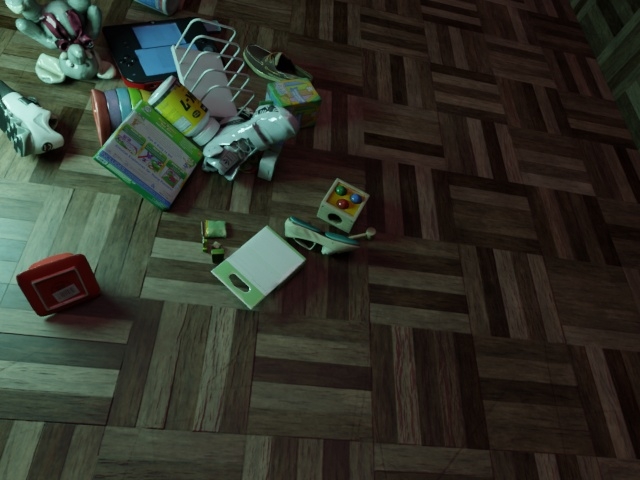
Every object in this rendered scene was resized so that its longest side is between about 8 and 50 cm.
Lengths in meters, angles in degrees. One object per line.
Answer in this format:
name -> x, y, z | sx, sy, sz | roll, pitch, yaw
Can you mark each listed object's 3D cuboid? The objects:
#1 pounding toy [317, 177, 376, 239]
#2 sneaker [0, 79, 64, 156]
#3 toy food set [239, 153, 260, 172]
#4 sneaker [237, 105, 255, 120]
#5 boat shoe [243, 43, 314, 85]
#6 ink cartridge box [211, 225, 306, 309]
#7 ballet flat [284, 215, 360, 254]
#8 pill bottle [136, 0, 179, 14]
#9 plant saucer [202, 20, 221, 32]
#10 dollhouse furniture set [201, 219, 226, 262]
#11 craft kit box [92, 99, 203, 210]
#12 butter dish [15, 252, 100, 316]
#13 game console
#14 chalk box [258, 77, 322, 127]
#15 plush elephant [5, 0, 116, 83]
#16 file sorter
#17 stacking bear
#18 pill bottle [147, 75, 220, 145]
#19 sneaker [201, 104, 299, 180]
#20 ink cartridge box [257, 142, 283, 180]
pounding toy -> 0.100, -0.082, 1.495 | 0.206, 0.094, 0.181 | 28, 57, 5
sneaker -> -0.926, -0.388, 1.427 | 0.146, 0.122, 0.330 | -21, 64, -44
toy food set -> -0.252, -0.267, 1.564 | 0.083, 0.020, 0.082 | -4, 60, -17
sneaker -> -0.254, -0.468, 1.676 | 0.109, 0.040, 0.043 | 33, 48, 2
boat shoe -> -0.162, -0.696, 1.788 | 0.342, 0.123, 0.123 | 41, 58, 12
ink cartridge box -> -0.181, 0.083, 1.347 | 0.171, 0.056, 0.235 | 41, 62, 12
ballet flat -> 0.000, 0.000, 1.434 | 0.248, 0.086, 0.086 | 21, 57, 1
pill bottle -> -0.706, -1.030, 1.855 | 0.222, 0.124, 0.124 | 24, 57, 0
plant saucer -> -0.516, -0.885, 1.879 | 0.192, 0.018, 0.067 | -14, 63, -22
dollhouse furniture set -> -0.320, -0.011, 1.367 | 0.076, 0.058, 0.151 | -2, 60, -16
craft kit box -> -0.520, -0.262, 1.394 | 0.250, 0.061, 0.246 | 43, 54, -30
butter dish -> -0.685, 0.093, 1.176 | 0.160, 0.159, 0.118 | -23, 44, -26
game console -> -0.592, -0.727, 1.727 | 0.387, 0.060, 0.342 | -19, 70, -24
chalk box -> -0.125, -0.498, 1.670 | 0.213, 0.132, 0.132 | -18, 65, -23
plush elephant -> -0.851, -0.671, 1.537 | 0.272, 0.330, 0.255 | -26, 92, -25
file sorter -> -0.367, -0.588, 1.572 | 0.193, 0.173, 0.277 | -7, 74, -43
stacking bear -> -0.591, -0.425, 1.500 | 0.289, 0.164, 0.175 | -11, 71, -27
pill bottle -> -0.434, -0.412, 1.452 | 0.208, 0.119, 0.119 | 42, 50, -31
sneaker -> -0.236, -0.305, 1.451 | 0.366, 0.137, 0.210 | 3, 57, 40
ink cartridge box -> -0.172, -0.280, 1.551 | 0.052, 0.088, 0.122 | 17, 57, -5
